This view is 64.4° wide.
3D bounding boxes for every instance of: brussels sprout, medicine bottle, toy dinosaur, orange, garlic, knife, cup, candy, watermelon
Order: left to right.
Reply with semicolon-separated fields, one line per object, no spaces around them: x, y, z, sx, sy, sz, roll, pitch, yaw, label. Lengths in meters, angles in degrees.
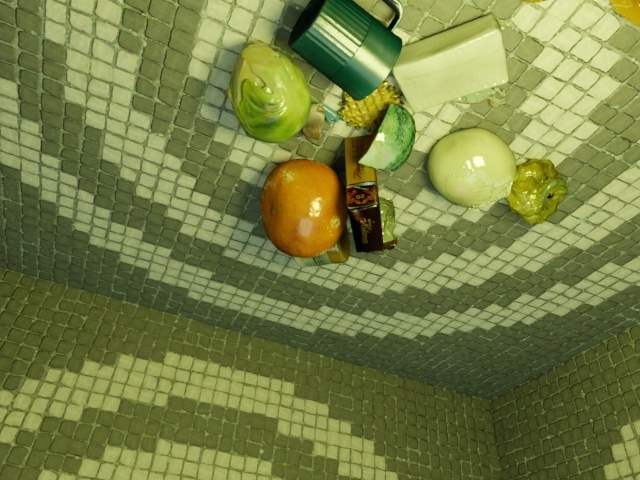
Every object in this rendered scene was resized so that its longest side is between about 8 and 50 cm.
-0.189;-0.498;1.778;0.344;0.268;0.344;8;137;7;brussels sprout
-0.061;-0.135;2.100;0.326;0.423;0.424;-7;147;-28;orange
-0.036;-0.461;1.930;0.101;0.086;0.195;13;153;0;garlic
-0.029;-0.522;1.921;0.244;0.032;0.058;32;146;-23;knife
0.000;0.000;2.373;0.232;0.237;0.238;-9;138;16;medicine bottle
0.090;-0.643;1.598;0.292;0.242;0.308;29;137;-23;cup
0.257;-0.370;1.897;0.176;0.260;0.256;-6;139;27;watermelon
0.430;-0.589;1.699;0.359;0.145;0.208;-14;138;23;candy
0.541;-0.519;1.837;0.242;0.053;0.167;-17;143;12;toy dinosaur

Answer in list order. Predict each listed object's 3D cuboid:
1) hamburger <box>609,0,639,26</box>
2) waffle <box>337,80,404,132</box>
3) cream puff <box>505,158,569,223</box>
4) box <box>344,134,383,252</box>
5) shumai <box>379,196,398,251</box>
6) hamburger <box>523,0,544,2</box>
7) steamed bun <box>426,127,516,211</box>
0.975;-0.756;1.425;0.290;0.170;0.314;33;134;-21;hamburger
0.187;-0.502;1.903;0.229;0.051;0.231;14;140;-14;waffle
0.877;-0.197;2.024;0.282;0.281;0.185;28;162;-25;cream puff
0.170;-0.185;1.993;0.116;0.415;0.264;-6;139;8;box
0.246;-0.055;2.308;0.189;0.218;0.255;-1;141;-6;shumai
0.629;-0.790;1.462;0.182;0.118;0.191;-1;134;1;hamburger
0.577;-0.265;1.988;0.312;0.233;0.334;31;136;-24;steamed bun
